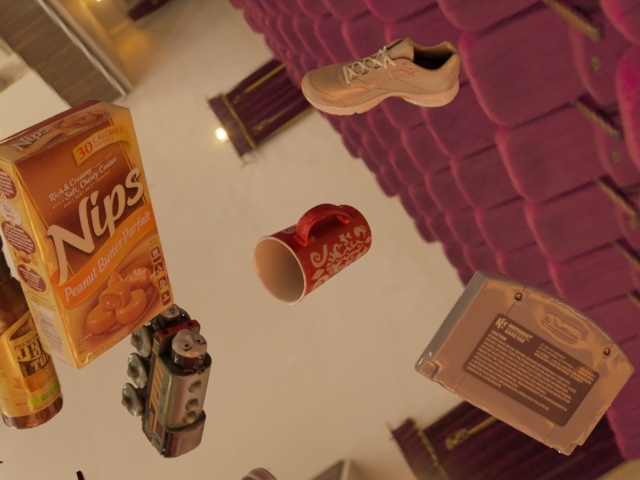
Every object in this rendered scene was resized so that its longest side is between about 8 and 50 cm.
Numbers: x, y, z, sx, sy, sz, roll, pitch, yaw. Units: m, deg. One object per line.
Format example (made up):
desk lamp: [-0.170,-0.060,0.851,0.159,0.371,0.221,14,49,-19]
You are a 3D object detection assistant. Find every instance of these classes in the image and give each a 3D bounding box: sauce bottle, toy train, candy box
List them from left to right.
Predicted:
sauce bottle: [-0.511,0.146,1.298,0.111,0.111,0.344,-117,18,-60]
candy box: [-0.316,-0.007,1.072,0.088,0.183,0.316,18,129,33]
toy train: [-0.307,0.289,1.644,0.190,0.142,0.334,41,131,33]

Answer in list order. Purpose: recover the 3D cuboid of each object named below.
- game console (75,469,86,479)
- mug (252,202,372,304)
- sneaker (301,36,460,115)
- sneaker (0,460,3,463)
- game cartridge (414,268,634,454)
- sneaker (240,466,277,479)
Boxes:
game console: [-0.490,0.564,1.616,0.124,0.085,0.144,44,151,51]
mug: [0.004,0.009,1.232,0.150,0.169,0.113,-31,88,50]
sneaker: [0.099,-0.278,1.279,0.121,0.262,0.099,95,167,-62]
sneaker: [-0.715,0.470,1.705,0.098,0.069,0.038,122,158,-69]
game cartridge: [0.305,0.172,1.163,0.297,0.198,0.062,31,-178,-18]
sneaker: [-0.167,0.500,1.322,0.105,0.281,0.115,33,-157,29]
